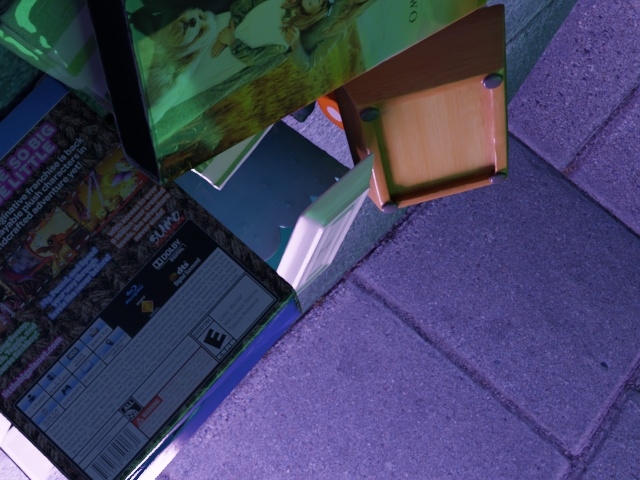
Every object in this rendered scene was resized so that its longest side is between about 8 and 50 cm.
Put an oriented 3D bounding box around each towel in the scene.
[{"bbox_3d":[-0.101,-0.196,0.771,0.248,0.038,0.325,-50,149,1],"label":"towel"}]

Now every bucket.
[{"bbox_3d":[-0.093,-0.043,1.265,0.281,0.183,0.281,-47,170,-11],"label":"bucket"}]

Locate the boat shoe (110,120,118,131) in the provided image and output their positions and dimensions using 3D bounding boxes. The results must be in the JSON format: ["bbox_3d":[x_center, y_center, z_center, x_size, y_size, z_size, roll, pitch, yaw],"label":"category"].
[{"bbox_3d":[-0.194,-0.088,0.943,0.227,0.079,0.081,-50,166,-12],"label":"boat shoe"}]

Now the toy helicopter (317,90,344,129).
[{"bbox_3d":[0.136,-0.231,1.343,0.140,0.235,0.355,-46,174,-14],"label":"toy helicopter"}]

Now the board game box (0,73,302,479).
[{"bbox_3d":[-0.200,0.045,0.795,0.232,0.291,0.141,-47,171,-8],"label":"board game box"}]

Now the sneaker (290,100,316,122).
[{"bbox_3d":[-0.036,-0.227,0.989,0.131,0.112,0.319,-49,168,0],"label":"sneaker"}]

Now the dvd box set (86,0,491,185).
[{"bbox_3d":[0.004,-0.262,0.718,0.420,0.062,0.307,-33,142,-28],"label":"dvd box set"}]

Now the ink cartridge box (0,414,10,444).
[{"bbox_3d":[-0.530,0.312,1.094,0.308,0.091,0.384,50,64,-80],"label":"ink cartridge box"}]

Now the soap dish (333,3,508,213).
[{"bbox_3d":[0.145,-0.165,1.203,0.229,0.118,0.291,-14,148,4],"label":"soap dish"}]

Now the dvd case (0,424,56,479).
[{"bbox_3d":[-0.418,0.286,1.425,0.179,0.030,0.238,-45,159,-23],"label":"dvd case"}]

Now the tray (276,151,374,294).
[{"bbox_3d":[0.000,0.000,1.204,0.145,0.030,0.270,-41,168,-31],"label":"tray"}]
